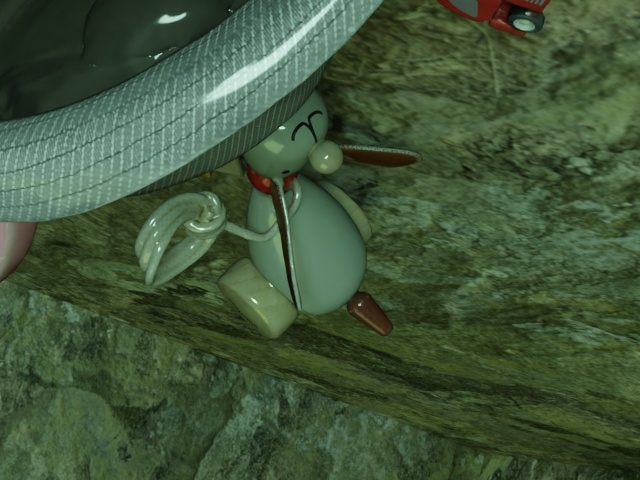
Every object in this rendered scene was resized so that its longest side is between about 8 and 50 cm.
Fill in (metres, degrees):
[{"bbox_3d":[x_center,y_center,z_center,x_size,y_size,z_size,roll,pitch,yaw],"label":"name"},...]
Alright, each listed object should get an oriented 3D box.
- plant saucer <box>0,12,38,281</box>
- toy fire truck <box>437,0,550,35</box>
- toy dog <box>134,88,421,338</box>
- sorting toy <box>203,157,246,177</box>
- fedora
[{"bbox_3d":[-0.257,-0.123,0.625,0.332,0.084,0.332,27,137,28],"label":"plant saucer"},{"bbox_3d":[0.069,-0.168,0.548,0.135,0.047,0.192,18,167,-3],"label":"toy fire truck"},{"bbox_3d":[0.000,0.000,1.009,0.161,0.220,0.334,36,-179,16],"label":"toy dog"},{"bbox_3d":[-0.176,-0.112,1.060,0.193,0.038,0.208,14,166,10],"label":"sorting toy"},{"bbox_3d":[-0.062,-0.114,0.438,0.243,0.275,0.124,49,-179,27],"label":"fedora"}]
